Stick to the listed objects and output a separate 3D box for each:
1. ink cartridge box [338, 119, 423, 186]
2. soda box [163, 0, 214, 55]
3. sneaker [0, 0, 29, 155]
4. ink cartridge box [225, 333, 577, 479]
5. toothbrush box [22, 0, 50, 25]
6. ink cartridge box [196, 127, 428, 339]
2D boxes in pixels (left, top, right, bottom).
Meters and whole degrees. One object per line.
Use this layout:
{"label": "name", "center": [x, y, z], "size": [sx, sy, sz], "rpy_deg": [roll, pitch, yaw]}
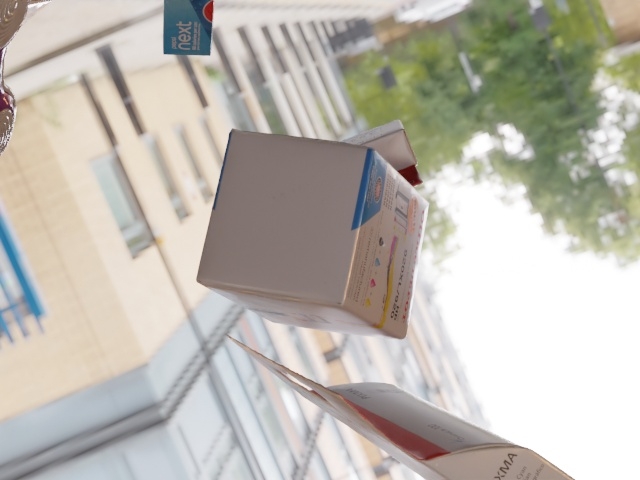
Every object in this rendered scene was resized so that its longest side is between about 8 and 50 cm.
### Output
{"label": "ink cartridge box", "center": [-0.005, -0.081, 2.079], "size": [0.296, 0.066, 0.261], "rpy_deg": [-21, -169, 4]}
{"label": "soda box", "center": [-0.181, -0.346, 1.985], "size": [0.071, 0.067, 0.210], "rpy_deg": [2, 149, -6]}
{"label": "sneaker", "center": [-0.383, -0.211, 1.459], "size": [0.114, 0.152, 0.305], "rpy_deg": [-42, 157, -48]}
{"label": "ink cartridge box", "center": [0.106, 0.209, 1.676], "size": [0.091, 0.385, 0.308], "rpy_deg": [-56, -153, -8]}
{"label": "toothbrush box", "center": [-0.523, -0.290, 1.786], "size": [0.295, 0.216, 0.126], "rpy_deg": [-36, -174, 13]}
{"label": "ink cartridge box", "center": [0.000, 0.000, 1.562], "size": [0.168, 0.171, 0.232], "rpy_deg": [8, 170, 20]}
